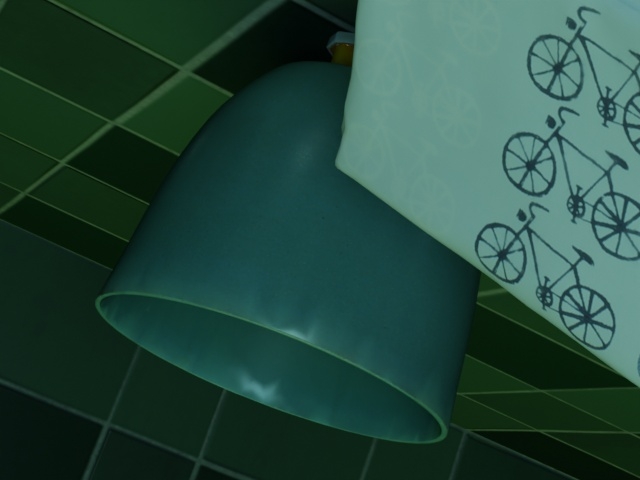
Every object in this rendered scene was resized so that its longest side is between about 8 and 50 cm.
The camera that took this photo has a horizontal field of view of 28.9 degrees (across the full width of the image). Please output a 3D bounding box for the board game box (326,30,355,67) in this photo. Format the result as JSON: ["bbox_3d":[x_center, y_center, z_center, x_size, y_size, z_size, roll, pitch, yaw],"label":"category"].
[{"bbox_3d":[0.233,-0.042,1.101,0.390,0.050,0.390,12,161,26],"label":"board game box"}]

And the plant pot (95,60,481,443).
[{"bbox_3d":[0.000,0.000,1.003,0.293,0.235,0.293,19,163,6],"label":"plant pot"}]

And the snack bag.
[{"bbox_3d":[0.127,-0.102,0.514,0.323,0.037,0.343,40,137,35],"label":"snack bag"}]
